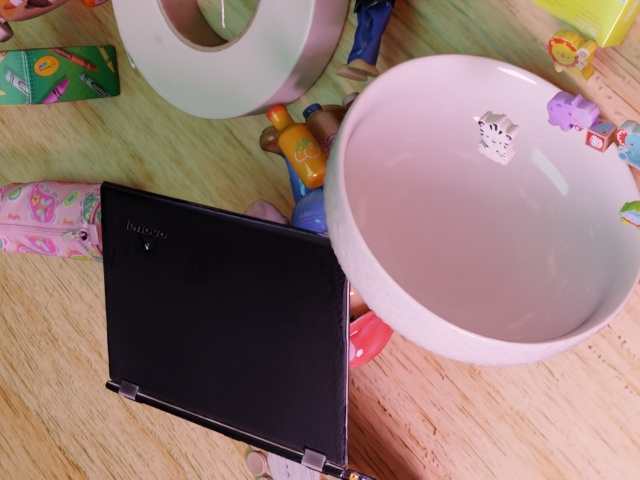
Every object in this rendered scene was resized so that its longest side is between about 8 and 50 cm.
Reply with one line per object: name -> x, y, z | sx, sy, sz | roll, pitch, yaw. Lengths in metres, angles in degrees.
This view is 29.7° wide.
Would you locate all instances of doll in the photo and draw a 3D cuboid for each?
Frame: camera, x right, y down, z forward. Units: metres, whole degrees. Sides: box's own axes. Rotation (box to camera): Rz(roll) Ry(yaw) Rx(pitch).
doll -> 0.066, -0.285, 1.413 | 0.129, 0.046, 0.188 | 178, 104, -69

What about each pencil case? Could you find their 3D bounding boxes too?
pencil case -> -0.391, -0.029, 1.855 | 0.284, 0.124, 0.124 | 6, 104, 42

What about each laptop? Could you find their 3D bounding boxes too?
laptop -> -0.059, 0.139, 1.497 | 0.382, 0.408, 0.236 | 14, 78, 36

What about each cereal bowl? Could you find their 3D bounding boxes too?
cereal bowl -> 0.156, -0.019, 1.252 | 0.339, 0.339, 0.141 | 57, 151, 16

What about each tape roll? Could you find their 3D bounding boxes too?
tape roll -> -0.129, -0.351, 1.581 | 0.392, 0.072, 0.391 | 12, 108, 40

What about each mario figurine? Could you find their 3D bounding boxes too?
mario figurine -> 0.000, 0.000, 1.475 | 0.198, 0.170, 0.320 | 134, 124, -75

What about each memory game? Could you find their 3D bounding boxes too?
memory game -> -0.036, 0.314, 1.692 | 0.186, 0.012, 0.186 | 10, 106, 40

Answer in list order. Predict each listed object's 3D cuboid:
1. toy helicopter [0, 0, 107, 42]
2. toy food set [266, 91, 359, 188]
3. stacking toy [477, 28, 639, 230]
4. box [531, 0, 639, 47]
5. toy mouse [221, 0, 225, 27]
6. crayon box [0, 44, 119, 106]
toy helicopter -> -0.448, -0.339, 1.675 | 0.235, 0.355, 0.140 | -33, 91, 35
toy food set -> 0.061, -0.154, 1.395 | 0.232, 0.111, 0.104 | -33, 72, 2
stacking toy -> 0.284, -0.111, 1.190 | 0.221, 0.167, 0.052 | 30, 148, 24
box -> 0.298, -0.301, 1.235 | 0.109, 0.042, 0.178 | 41, 125, 27
toy mouse -> -0.106, -0.363, 1.489 | 0.143, 0.031, 0.161 | -19, 87, 42
crayon box -> -0.459, -0.248, 1.833 | 0.279, 0.165, 0.081 | 5, 103, 41
